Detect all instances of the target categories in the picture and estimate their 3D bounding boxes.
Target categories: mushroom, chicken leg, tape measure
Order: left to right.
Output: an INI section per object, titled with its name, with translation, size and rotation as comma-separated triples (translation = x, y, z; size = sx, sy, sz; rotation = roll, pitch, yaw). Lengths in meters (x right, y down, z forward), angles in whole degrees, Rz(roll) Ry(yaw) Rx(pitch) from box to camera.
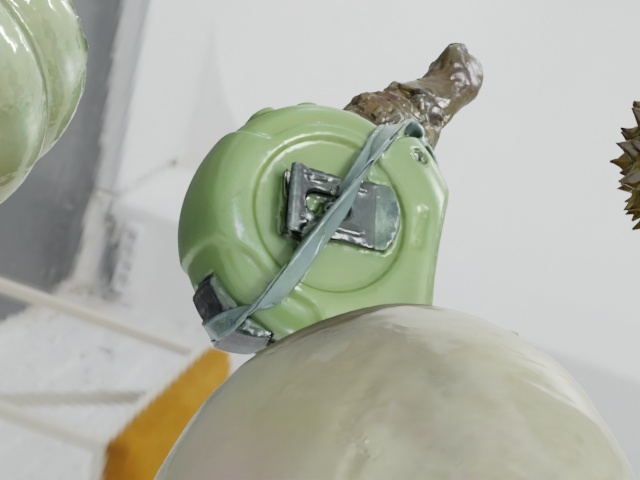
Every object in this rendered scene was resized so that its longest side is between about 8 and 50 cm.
[tape measure]
translation = 0.000, 0.000, 0.941
size = 0.106, 0.175, 0.200
rotation = 138, -32, -63
[mushroom]
translation = 0.031, 0.207, 0.601
size = 0.315, 0.356, 0.315
rotation = -25, 158, -11
[chicken leg]
translation = 0.064, -0.085, 1.116
size = 0.198, 0.085, 0.069
rotation = -45, -174, -41

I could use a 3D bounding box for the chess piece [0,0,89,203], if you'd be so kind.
[chess piece]
translation = -0.193, -0.021, 0.580
size = 0.243, 0.133, 0.133
rotation = -67, 169, -50

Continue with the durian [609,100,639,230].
[durian]
translation = 0.197, -0.017, 0.604
size = 0.168, 0.137, 0.158
rotation = -43, 118, -32
